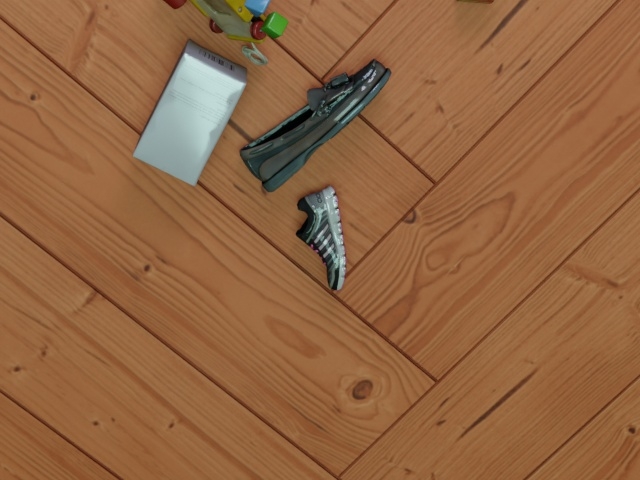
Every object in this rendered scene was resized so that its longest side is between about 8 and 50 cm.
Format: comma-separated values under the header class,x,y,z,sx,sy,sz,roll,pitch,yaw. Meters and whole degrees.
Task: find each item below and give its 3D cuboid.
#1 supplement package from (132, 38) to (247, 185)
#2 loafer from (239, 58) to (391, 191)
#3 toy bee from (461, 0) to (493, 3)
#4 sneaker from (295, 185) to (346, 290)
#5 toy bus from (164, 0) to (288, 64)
class,x,y,z,sx,sy,sz,roll,pitch,yaw
supplement package,-0.194,-0.192,1.849,0.105,0.105,0.179,26,107,-12
loafer,-0.012,-0.186,1.868,0.084,0.096,0.267,44,106,-10
toy bee,0.230,-0.473,1.729,0.195,0.162,0.298,-15,111,5
sneaker,0.000,0.000,1.955,0.074,0.063,0.170,-9,106,1
toy bus,-0.126,-0.366,1.782,0.191,0.202,0.104,29,77,-5
